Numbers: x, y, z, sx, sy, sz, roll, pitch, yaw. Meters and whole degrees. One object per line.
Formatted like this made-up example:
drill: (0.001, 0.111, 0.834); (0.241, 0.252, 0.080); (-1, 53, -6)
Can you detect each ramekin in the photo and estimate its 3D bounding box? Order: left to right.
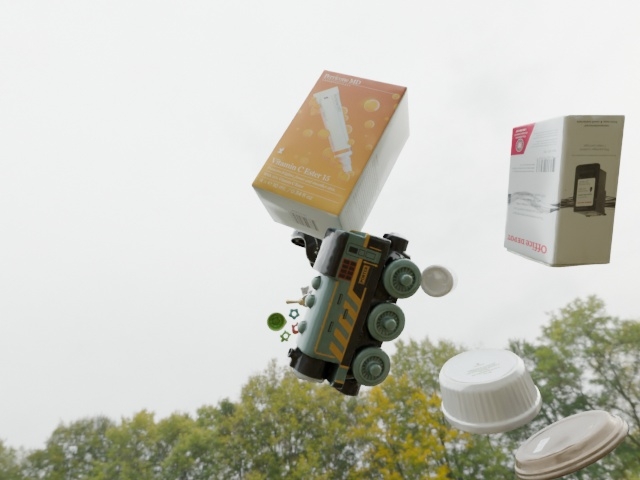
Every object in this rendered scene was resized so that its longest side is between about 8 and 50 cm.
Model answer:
ramekin: (0.464, 0.408, 1.176); (0.273, 0.127, 0.273); (-17, 4, 1)

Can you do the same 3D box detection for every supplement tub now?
supplement tub: (0.258, 0.086, 0.903); (0.071, 0.071, 0.107); (-30, -14, 20)

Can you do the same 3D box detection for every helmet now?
helmet: (0.000, 0.000, 1.269); (0.170, 0.161, 0.169); (-22, -16, -7)

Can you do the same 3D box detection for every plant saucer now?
plant saucer: (0.576, 0.476, 0.981); (0.278, 0.041, 0.278); (-27, -20, -10)

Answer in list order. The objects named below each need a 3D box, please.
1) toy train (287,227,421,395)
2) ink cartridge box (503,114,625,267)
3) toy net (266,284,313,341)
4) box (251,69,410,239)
toy train: (0.060, 0.130, 0.805); (0.190, 0.142, 0.333); (19, -88, -15)
ink cartridge box: (0.260, -0.054, 0.458); (0.063, 0.109, 0.150); (-1, -81, -2)
toy net: (-0.082, 0.258, 1.510); (0.232, 0.122, 0.045); (-41, 2, -13)
box: (0.038, -0.188, 0.952); (0.215, 0.345, 0.168); (21, -19, 21)
